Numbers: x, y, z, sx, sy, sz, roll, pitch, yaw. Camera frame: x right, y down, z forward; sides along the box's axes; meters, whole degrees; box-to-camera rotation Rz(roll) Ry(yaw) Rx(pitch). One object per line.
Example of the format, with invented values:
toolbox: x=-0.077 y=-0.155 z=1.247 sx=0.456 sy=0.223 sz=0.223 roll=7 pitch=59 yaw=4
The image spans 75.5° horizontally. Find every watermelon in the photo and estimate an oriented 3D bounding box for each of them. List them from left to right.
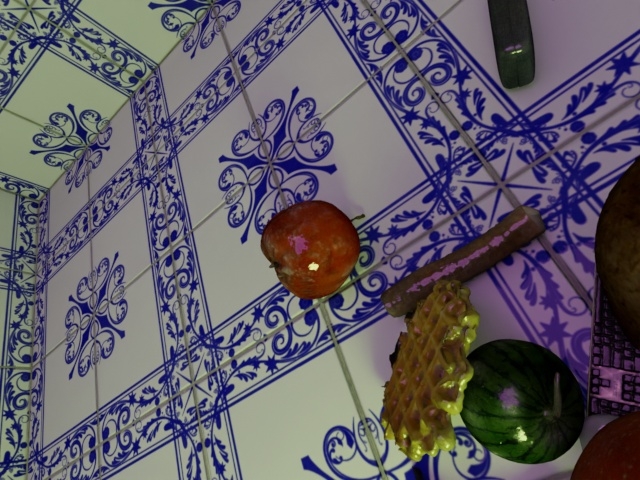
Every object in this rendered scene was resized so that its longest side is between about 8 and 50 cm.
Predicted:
watermelon: x=0.313 y=0.250 z=0.646 sx=0.187 sy=0.214 sz=0.188 roll=0 pitch=86 yaw=-7

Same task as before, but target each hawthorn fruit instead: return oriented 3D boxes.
hawthorn fruit: x=0.000 y=0.000 z=0.985 sx=0.271 sy=0.242 sz=0.242 roll=-33 pitch=51 yaw=-15

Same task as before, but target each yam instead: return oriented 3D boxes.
yam: x=0.276 y=0.048 z=0.831 sx=0.356 sy=0.081 sz=0.081 roll=-37 pitch=56 yaw=21

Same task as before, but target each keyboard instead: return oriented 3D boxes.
keyboard: x=0.494 y=0.158 z=0.665 sx=0.106 sy=0.027 sz=0.317 roll=1 pitch=74 yaw=37

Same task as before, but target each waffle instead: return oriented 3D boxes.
waffle: x=0.187 y=0.223 z=0.741 sx=0.060 sy=0.307 sz=0.312 roll=20 pitch=72 yaw=-5

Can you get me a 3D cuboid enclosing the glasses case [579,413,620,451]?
glasses case: x=0.441 y=0.358 z=0.604 sx=0.076 sy=0.049 sz=0.198 roll=-18 pitch=76 yaw=37

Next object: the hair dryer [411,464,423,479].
hair dryer: x=0.258 y=0.470 z=0.699 sx=0.271 sy=0.091 sz=0.236 roll=31 pitch=84 yaw=43

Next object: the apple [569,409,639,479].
apple: x=0.436 y=0.333 z=0.399 sx=0.348 sy=0.348 sz=0.277 roll=7 pitch=88 yaw=38

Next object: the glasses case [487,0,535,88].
glasses case: x=0.404 y=-0.491 z=0.893 sx=0.074 sy=0.131 sz=0.324 roll=-9 pitch=69 yaw=28

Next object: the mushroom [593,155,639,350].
mushroom: x=0.513 y=0.033 z=0.482 sx=0.330 sy=0.335 sz=0.356 roll=-10 pitch=28 yaw=1
